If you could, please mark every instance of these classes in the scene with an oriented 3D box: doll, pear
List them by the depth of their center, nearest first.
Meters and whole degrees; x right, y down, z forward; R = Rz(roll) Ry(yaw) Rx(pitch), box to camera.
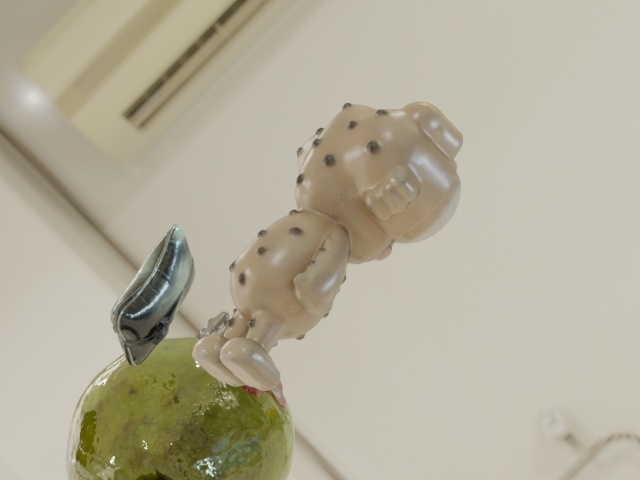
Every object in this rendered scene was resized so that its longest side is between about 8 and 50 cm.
[{"bbox_3d":[0.001,0.001,1.316,0.278,0.119,0.154,-50,24,-13],"label":"doll"},{"bbox_3d":[-0.184,0.272,2.071,0.287,0.287,0.375,-46,4,15],"label":"pear"}]

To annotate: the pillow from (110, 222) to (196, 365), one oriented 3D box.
[{"bbox_3d":[-0.167,0.055,1.641,0.055,0.091,0.135,-1,50,40],"label":"pillow"}]
